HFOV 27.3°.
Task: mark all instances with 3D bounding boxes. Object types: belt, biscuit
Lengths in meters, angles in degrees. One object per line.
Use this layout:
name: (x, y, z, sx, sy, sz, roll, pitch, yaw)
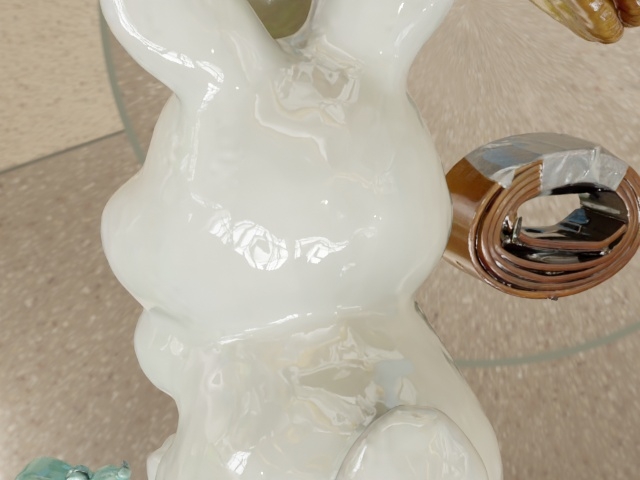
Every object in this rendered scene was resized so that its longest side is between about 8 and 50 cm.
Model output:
belt: (0.253, -0.030, 1.493, 0.261, 0.105, 0.184, 4, 105, -32)
biscuit: (0.172, -0.241, 1.045, 0.066, 0.220, 0.220, -42, 93, 5)

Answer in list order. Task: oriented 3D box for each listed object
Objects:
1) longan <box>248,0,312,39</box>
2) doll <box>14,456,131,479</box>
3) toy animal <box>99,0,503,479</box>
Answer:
longan: (-0.119, -0.438, 1.641, 0.404, 0.436, 0.404, -6, 128, -8)
doll: (-0.176, 0.235, 0.994, 0.159, 0.059, 0.158, -40, 97, 23)
toy animal: (-0.003, 0.003, 0.679, 0.196, 0.241, 0.368, -9, 94, -21)
